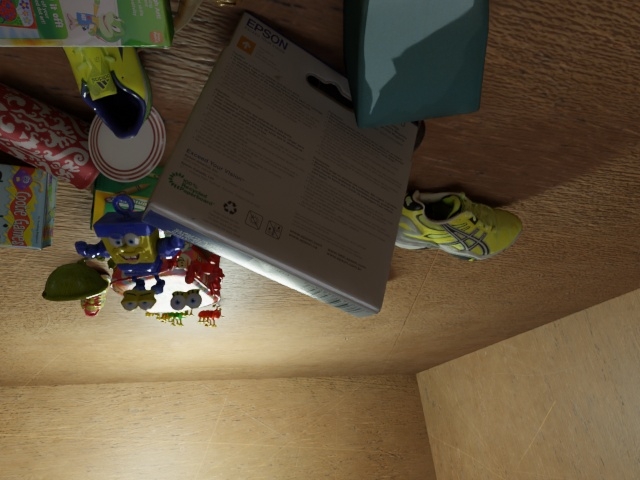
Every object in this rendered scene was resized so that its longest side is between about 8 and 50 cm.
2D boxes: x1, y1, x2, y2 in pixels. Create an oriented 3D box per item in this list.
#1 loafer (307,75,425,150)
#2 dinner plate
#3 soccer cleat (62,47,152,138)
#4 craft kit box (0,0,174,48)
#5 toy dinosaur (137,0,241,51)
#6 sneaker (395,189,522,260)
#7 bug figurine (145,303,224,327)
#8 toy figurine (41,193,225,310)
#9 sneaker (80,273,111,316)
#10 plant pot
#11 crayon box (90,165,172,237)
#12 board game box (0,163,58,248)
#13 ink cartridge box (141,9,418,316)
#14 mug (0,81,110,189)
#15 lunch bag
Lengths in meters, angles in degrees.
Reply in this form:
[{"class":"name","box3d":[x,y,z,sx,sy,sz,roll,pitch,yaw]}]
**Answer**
[{"class":"loafer","box3d":[0.004,-0.200,0.758,0.366,0.133,0.130,-2,154,-10]},{"class":"dinner plate","box3d":[-0.319,-0.166,0.775,0.017,0.141,0.141,21,169,31]},{"class":"soccer cleat","box3d":[-0.288,-0.249,0.598,0.094,0.121,0.289,-6,152,-1]},{"class":"craft kit box","box3d":[-0.284,-0.317,0.444,0.247,0.061,0.249,-1,131,-7]},{"class":"toy dinosaur","box3d":[-0.153,-0.319,0.582,0.112,0.064,0.211,18,138,-13]},{"class":"sneaker","box3d":[0.347,-0.042,1.155,0.385,0.145,0.147,1,154,-19]},{"class":"bug figurine","box3d":[-0.462,0.240,1.600,0.216,0.072,0.279,-4,159,8]},{"class":"toy figurine","box3d":[-0.384,-0.003,0.931,0.363,0.191,0.217,0,124,5]},{"class":"sneaker","box3d":[-0.660,0.162,1.368,0.082,0.094,0.208,6,150,-21]},{"class":"plant pot","box3d":[0.110,-0.293,0.580,0.166,0.165,0.234,-8,145,2]},{"class":"crayon box","box3d":[-0.326,-0.076,0.986,0.279,0.081,0.165,7,150,-26]},{"class":"board game box","box3d":[-0.623,-0.068,0.809,0.276,0.142,0.144,6,180,-24]},{"class":"ink cartridge box","box3d":[-0.027,-0.103,0.654,0.324,0.330,0.071,27,151,-21]},{"class":"mug","box3d":[-0.457,-0.159,0.757,0.150,0.113,0.169,-27,144,31]},{"class":"lunch bag","box3d":[-0.398,0.105,1.289,0.258,0.120,0.293,-10,153,4]}]
